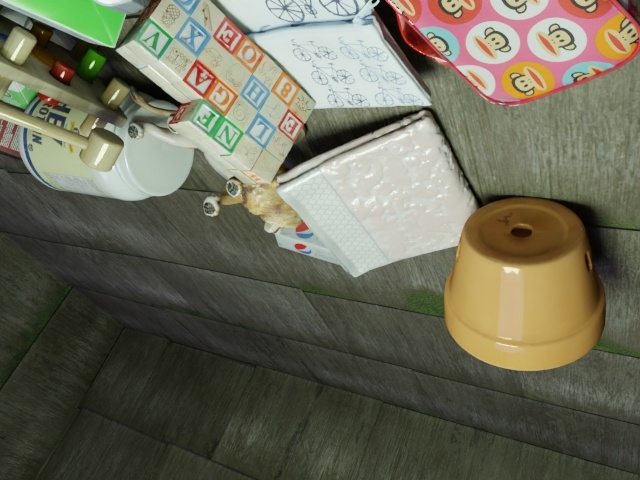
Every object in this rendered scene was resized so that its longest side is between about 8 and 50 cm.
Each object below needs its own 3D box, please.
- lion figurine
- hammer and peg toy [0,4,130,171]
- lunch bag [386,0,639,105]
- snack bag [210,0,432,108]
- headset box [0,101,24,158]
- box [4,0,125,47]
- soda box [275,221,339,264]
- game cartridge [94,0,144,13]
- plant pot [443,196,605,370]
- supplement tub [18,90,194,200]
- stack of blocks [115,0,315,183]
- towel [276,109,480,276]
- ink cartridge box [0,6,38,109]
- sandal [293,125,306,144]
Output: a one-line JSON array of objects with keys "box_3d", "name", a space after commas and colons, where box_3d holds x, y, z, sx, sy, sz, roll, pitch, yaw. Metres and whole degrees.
[{"box_3d": [-0.187, -0.169, 1.143, 0.142, 0.240, 0.392, -41, 86, 33], "name": "lion figurine"}, {"box_3d": [-0.473, -0.290, 0.999, 0.266, 0.127, 0.361, 21, -157, -53], "name": "hammer and peg toy"}, {"box_3d": [0.206, -0.293, 0.676, 0.293, 0.120, 0.258, 37, 151, -24], "name": "lunch bag"}, {"box_3d": [-0.036, -0.312, 0.842, 0.323, 0.037, 0.342, 14, 160, 44], "name": "snack bag"}, {"box_3d": [-0.743, -0.257, 1.402, 0.218, 0.110, 0.293, 15, 175, 42], "name": "headset box"}, {"box_3d": [-0.432, -0.402, 0.840, 0.262, 0.126, 0.231, 17, -171, -35], "name": "box"}, {"box_3d": [0.000, 0.000, 1.425, 0.216, 0.073, 0.069, 16, 152, 17], "name": "soda box"}, {"box_3d": [-0.278, -0.425, 0.669, 0.196, 0.060, 0.294, -130, 27, -68], "name": "game cartridge"}, {"box_3d": [0.364, 0.059, 1.034, 0.291, 0.290, 0.203, 9, 133, 28], "name": "plant pot"}, {"box_3d": [-0.468, -0.212, 1.257, 0.325, 0.235, 0.235, 9, 149, 28], "name": "supplement tub"}, {"box_3d": [-0.167, -0.242, 0.914, 0.297, 0.171, 0.087, 38, 163, -34], "name": "stack of blocks"}, {"box_3d": [0.126, -0.066, 1.103, 0.317, 0.053, 0.332, -20, 136, 21], "name": "towel"}, {"box_3d": [-0.709, -0.433, 1.185, 0.211, 0.121, 0.289, 21, 153, 7], "name": "ink cartridge box"}, {"box_3d": [-0.089, -0.205, 1.158, 0.072, 0.049, 0.180, 38, 151, -22], "name": "sandal"}]
